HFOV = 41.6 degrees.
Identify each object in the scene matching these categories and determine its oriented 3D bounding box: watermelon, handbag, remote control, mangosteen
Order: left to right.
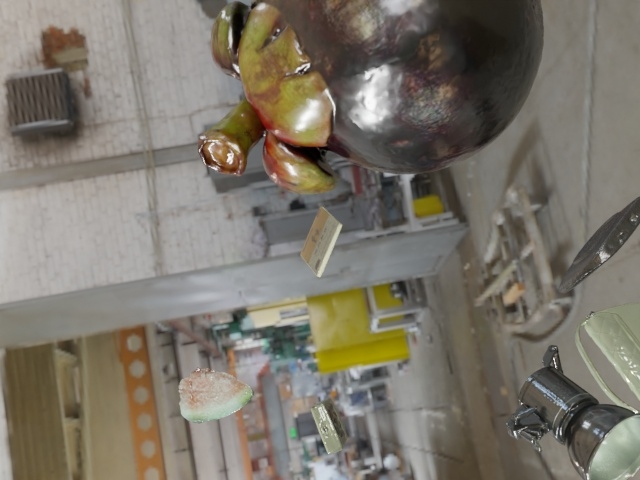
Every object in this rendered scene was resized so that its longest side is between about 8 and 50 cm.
[{"bbox_3d":[-0.195,0.296,1.637,0.081,0.180,0.094,-47,-51,-56],"label":"watermelon"},{"bbox_3d":[0.029,0.448,2.062,0.285,0.038,0.123,50,-163,-79],"label":"remote control"},{"bbox_3d":[0.056,-0.225,1.023,0.382,0.435,0.382,40,-165,-13],"label":"mangosteen"},{"bbox_3d":[0.604,0.237,1.624,0.256,0.219,0.079,61,148,38],"label":"handbag"}]

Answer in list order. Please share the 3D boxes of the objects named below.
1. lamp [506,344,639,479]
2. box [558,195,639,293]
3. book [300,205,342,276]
[{"bbox_3d":[0.415,0.299,1.413,0.227,0.172,0.147,37,157,51],"label":"lamp"},{"bbox_3d":[0.530,0.010,1.588,0.042,0.212,0.201,42,155,8],"label":"box"},{"bbox_3d":[0.000,0.000,1.749,0.118,0.012,0.172,-67,17,8],"label":"book"}]
